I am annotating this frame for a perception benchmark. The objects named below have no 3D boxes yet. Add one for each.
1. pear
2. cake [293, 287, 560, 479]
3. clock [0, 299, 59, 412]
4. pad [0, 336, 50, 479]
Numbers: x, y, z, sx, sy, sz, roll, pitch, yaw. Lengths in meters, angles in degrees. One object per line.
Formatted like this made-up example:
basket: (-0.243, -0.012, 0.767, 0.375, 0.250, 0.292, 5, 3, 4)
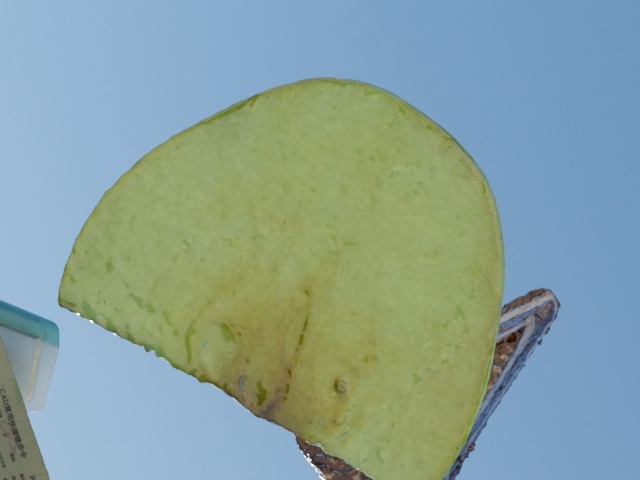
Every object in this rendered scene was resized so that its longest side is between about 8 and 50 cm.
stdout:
pear: (0.004, 0.001, 0.921, 0.288, 0.139, 0.239, 29, -68, 5)
cake: (0.116, 0.150, 1.135, 0.246, 0.112, 0.135, -28, -86, 27)
clock: (-0.367, 0.086, 1.045, 0.231, 0.262, 0.116, -2, -108, 23)
pad: (-0.230, 0.140, 0.832, 0.009, 0.159, 0.265, -30, -103, 36)
